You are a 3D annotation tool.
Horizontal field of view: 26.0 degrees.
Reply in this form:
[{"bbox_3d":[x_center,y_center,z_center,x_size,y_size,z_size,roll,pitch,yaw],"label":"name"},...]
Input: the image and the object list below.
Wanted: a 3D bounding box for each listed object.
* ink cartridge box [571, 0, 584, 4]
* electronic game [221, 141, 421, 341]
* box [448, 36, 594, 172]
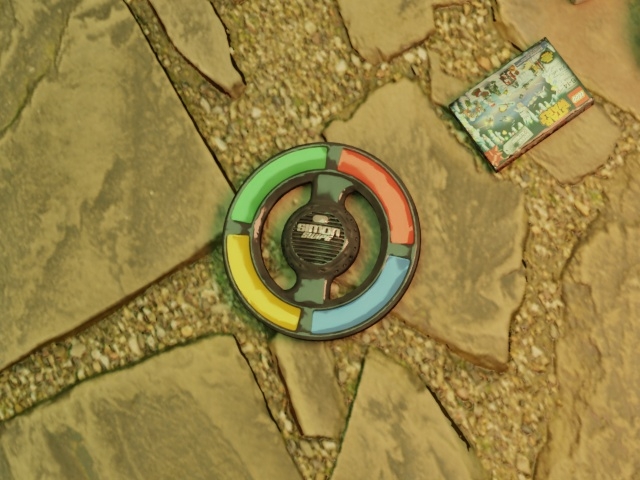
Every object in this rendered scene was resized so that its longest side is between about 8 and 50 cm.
[{"bbox_3d":[0.374,-0.415,1.548,0.272,0.114,0.197,-21,77,5],"label":"ink cartridge box"},{"bbox_3d":[0.000,0.000,1.571,0.229,0.048,0.229,-2,78,11],"label":"electronic game"},{"bbox_3d":[0.227,-0.153,1.569,0.137,0.027,0.094,-36,76,2],"label":"box"}]
